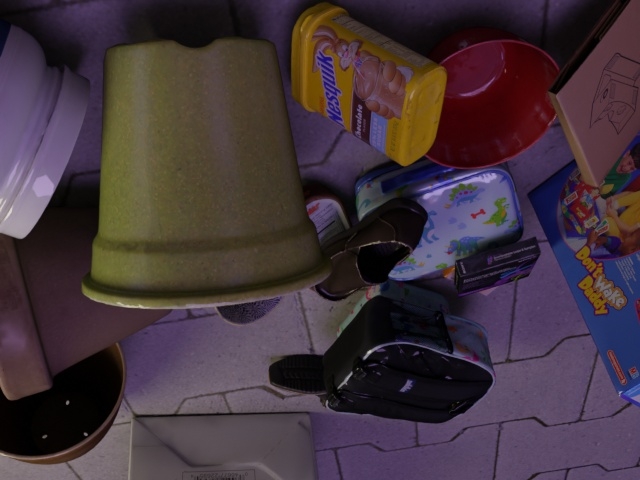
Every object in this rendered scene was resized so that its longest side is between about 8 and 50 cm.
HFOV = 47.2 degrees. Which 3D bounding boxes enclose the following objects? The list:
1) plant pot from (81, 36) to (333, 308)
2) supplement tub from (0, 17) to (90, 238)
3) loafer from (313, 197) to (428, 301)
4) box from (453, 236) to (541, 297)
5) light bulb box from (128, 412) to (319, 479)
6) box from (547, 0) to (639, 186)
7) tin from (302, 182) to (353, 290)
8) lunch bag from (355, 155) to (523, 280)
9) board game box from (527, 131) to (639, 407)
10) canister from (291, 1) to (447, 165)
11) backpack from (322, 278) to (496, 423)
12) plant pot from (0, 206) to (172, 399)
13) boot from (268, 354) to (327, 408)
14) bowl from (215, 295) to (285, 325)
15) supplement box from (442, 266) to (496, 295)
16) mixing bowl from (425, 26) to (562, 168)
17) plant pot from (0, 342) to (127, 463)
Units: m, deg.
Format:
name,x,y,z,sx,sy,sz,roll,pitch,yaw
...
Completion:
name,x,y,z,sx,sy,sz,roll,pitch,yaw
plant pot,-0.129,-0.084,0.797,0.276,0.276,0.253,-4,100,-5
supplement tub,-0.418,-0.145,0.730,0.316,0.228,0.228,23,128,-29
loafer,0.053,0.026,0.975,0.080,0.078,0.220,29,135,-16
box,0.254,0.042,1.071,0.116,0.029,0.162,-17,162,5
light bulb box,-0.204,0.539,1.482,0.358,0.225,0.361,1,135,-10
box,0.351,-0.179,0.884,0.164,0.021,0.201,-53,139,-6
tin,0.000,0.000,1.055,0.106,0.040,0.189,-41,137,-14
lunch bag,0.166,-0.044,1.027,0.219,0.090,0.176,-19,136,13
board game box,0.430,0.006,0.934,0.078,0.347,0.233,28,126,-33
canister,0.050,-0.172,0.810,0.073,0.170,0.126,-34,146,-31
backpack,0.148,0.193,1.199,0.254,0.191,0.225,18,134,-16
plant pot,-0.323,0.051,0.965,0.229,0.263,0.263,-15,139,-19
boot,-0.006,0.278,1.354,0.198,0.077,0.137,5,140,-12
bowl,-0.115,0.029,1.046,0.170,0.080,0.170,-27,128,-41
supplement box,0.249,0.044,1.170,0.098,0.036,0.062,23,129,-29
mixing bowl,0.185,-0.185,0.875,0.181,0.098,0.181,-5,137,-4
plant pot,-0.426,0.264,1.180,0.237,0.237,0.254,1,149,-10
